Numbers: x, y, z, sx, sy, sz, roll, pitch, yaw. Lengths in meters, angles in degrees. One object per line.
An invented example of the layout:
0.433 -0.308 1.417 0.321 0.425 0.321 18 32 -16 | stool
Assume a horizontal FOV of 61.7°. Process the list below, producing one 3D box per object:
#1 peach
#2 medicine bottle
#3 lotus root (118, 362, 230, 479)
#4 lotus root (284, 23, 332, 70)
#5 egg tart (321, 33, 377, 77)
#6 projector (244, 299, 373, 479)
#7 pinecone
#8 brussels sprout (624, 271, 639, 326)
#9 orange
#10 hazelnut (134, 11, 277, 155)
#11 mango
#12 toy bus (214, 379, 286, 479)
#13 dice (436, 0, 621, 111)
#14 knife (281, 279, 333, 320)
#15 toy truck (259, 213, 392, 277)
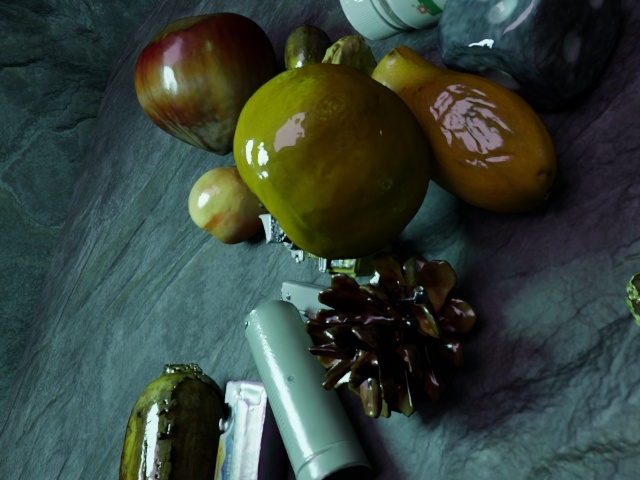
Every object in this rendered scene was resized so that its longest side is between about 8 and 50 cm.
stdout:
-0.202 -0.084 1.212 0.184 0.184 0.184 -28 49 37 | peach
0.206 -0.499 0.958 0.340 0.208 0.208 -4 66 48 | medicine bottle
-0.258 0.398 0.964 0.179 0.196 0.397 -32 47 29 | lotus root
-0.024 -0.441 1.266 0.120 0.120 0.209 -31 48 34 | lotus root
0.046 -0.222 0.988 0.319 0.128 0.318 23 -90 -87 | egg tart
-0.033 0.244 0.860 0.108 0.108 0.337 -49 41 17 | projector
0.089 0.129 0.729 0.203 0.202 0.228 -13 83 61 | pinecone
0.364 0.069 0.556 0.085 0.058 0.085 -20 26 10 | brussels sprout
0.018 -0.108 0.737 0.235 0.279 0.279 -37 40 0 | orange
-0.303 -0.411 1.402 0.410 0.360 0.358 -4 65 58 | hazelnut
0.195 -0.162 0.783 0.144 0.186 0.359 -31 45 -10 | mango
-0.118 0.375 0.904 0.112 0.090 0.273 -19 54 36 | toy bus
0.292 -0.304 0.759 0.182 0.182 0.183 26 90 53 | dice
0.010 0.118 0.950 0.266 0.041 0.073 11 94 52 | knife
0.000 0.000 0.965 0.286 0.137 0.111 11 98 53 | toy truck
